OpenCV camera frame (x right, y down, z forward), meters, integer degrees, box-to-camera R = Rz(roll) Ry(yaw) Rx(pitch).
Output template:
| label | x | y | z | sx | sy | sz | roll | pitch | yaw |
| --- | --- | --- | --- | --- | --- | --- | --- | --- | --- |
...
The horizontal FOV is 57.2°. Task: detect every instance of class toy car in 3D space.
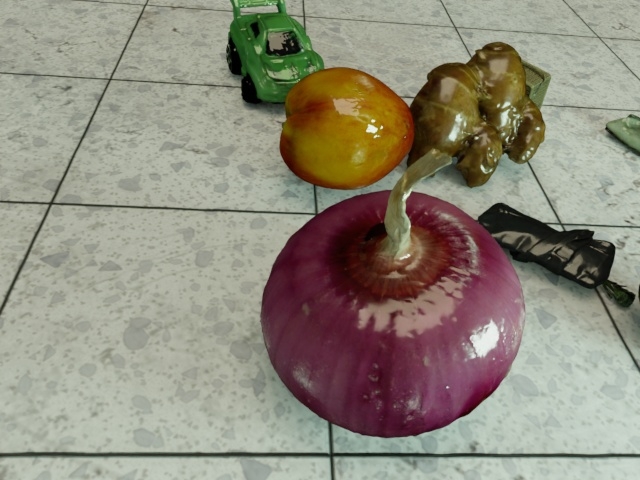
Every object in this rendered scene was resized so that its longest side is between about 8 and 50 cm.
| label | x | y | z | sx | sy | sz | roll | pitch | yaw |
| --- | --- | --- | --- | --- | --- | --- | --- | --- | --- |
| toy car | -0.119 | -0.486 | 1.486 | 0.213 | 0.177 | 0.359 | -10 | 45 | -17 |

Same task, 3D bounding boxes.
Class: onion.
| label | x | y | z | sx | sy | sz | roll | pitch | yaw |
| --- | --- | --- | --- | --- | --- | --- | --- | --- | --- |
| onion | 0.081 | 0.073 | 0.803 | 0.358 | 0.345 | 0.358 | -26 | 32 | 17 |

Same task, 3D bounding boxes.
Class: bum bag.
| label | x | y | z | sx | sy | sz | roll | pitch | yaw |
| --- | --- | --- | --- | --- | --- | --- | --- | --- | --- |
| bum bag | 0.411 | 0.005 | 1.085 | 0.248 | 0.060 | 0.123 | 24 | 49 | 27 |

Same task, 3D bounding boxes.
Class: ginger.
| label | x | y | z | sx | sy | sz | roll | pitch | yaw |
| --- | --- | --- | --- | --- | --- | --- | --- | --- | --- |
| ginger | 0.328 | -0.263 | 1.283 | 0.357 | 0.152 | 0.274 | -26 | 92 | -15 |

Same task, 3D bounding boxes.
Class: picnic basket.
| label | x | y | z | sx | sy | sz | roll | pitch | yaw |
| --- | --- | --- | --- | --- | --- | --- | --- | --- | --- |
| picnic basket | 0.472 | -0.345 | 1.420 | 0.079 | 0.164 | 0.115 | -33 | 55 | -25 |

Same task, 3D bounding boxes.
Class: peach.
| label | x | y | z | sx | sy | sz | roll | pitch | yaw |
| --- | --- | --- | --- | --- | --- | --- | --- | --- | --- |
| peach | 0.055 | -0.218 | 1.163 | 0.280 | 0.238 | 0.281 | 6 | -1 | 0 |

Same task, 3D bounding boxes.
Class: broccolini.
| label | x | y | z | sx | sy | sz | roll | pitch | yaw |
| --- | --- | --- | --- | --- | --- | --- | --- | --- | --- |
| broccolini | 0.503 | 0.072 | 1.064 | 0.035 | 0.030 | 0.140 | -45 | 50 | 0 |

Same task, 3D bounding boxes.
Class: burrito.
| label | x | y | z | sx | sy | sz | roll | pitch | yaw |
| --- | --- | --- | --- | --- | --- | --- | --- | --- | --- |
| burrito | 0.820 | -0.214 | 1.390 | 0.096 | 0.066 | 0.309 | -22 | 46 | -25 |

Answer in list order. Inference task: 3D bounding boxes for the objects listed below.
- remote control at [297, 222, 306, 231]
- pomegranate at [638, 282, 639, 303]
| label | x | y | z | sx | sy | sz | roll | pitch | yaw |
| --- | --- | --- | --- | --- | --- | --- | --- | --- | --- |
| remote control | 0.000 | 0.000 | 1.078 | 0.091 | 0.016 | 0.034 | 30 | 62 | 24 |
| pomegranate | 0.631 | 0.110 | 0.934 | 0.247 | 0.202 | 0.202 | 21 | 33 | -32 |
